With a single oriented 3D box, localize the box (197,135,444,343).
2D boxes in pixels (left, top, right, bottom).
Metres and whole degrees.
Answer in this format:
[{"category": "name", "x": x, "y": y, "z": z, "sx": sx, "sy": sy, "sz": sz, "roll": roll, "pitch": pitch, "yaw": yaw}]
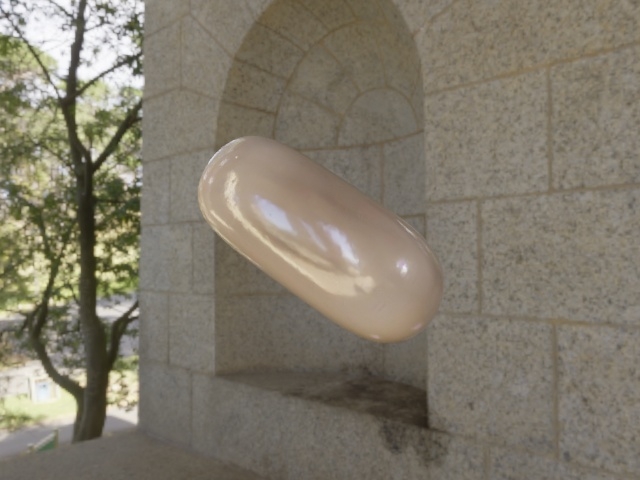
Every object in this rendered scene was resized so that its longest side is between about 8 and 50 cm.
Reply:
[{"category": "box", "x": 0.000, "y": 0.000, "z": 0.434, "sx": 0.200, "sy": 0.088, "sz": 0.146, "roll": 34, "pitch": -5, "yaw": 16}]
